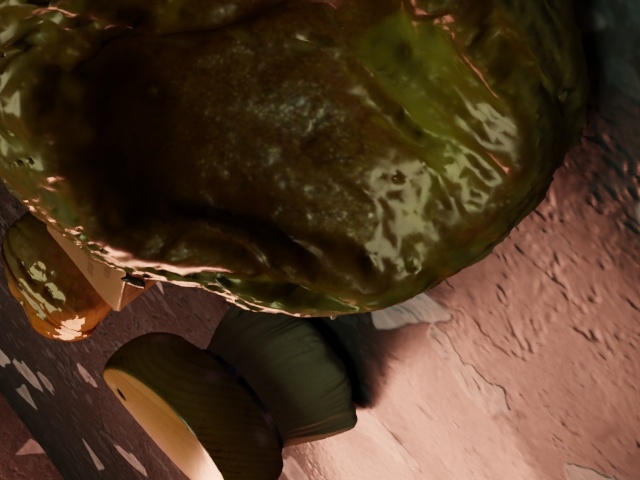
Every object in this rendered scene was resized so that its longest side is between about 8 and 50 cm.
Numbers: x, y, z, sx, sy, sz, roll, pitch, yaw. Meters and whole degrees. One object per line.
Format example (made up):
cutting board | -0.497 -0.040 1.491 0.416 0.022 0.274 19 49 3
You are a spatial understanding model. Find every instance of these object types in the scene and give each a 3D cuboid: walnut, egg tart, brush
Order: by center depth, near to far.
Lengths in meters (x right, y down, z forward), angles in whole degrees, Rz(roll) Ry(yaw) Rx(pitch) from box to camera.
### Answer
egg tart | -0.020 -0.099 0.651 0.352 0.351 0.150 82 -177 -47
brush | -0.104 0.144 1.184 0.266 0.166 0.174 27 146 44
walnut | -0.335 0.037 1.478 0.180 0.144 0.144 50 155 12

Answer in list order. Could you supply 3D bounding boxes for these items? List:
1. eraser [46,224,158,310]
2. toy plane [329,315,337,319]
eraser | -0.223 -0.051 1.234 0.144 0.078 0.343 48 154 9
toy plane | 0.008 -0.015 0.905 0.160 0.082 0.234 27 161 24
